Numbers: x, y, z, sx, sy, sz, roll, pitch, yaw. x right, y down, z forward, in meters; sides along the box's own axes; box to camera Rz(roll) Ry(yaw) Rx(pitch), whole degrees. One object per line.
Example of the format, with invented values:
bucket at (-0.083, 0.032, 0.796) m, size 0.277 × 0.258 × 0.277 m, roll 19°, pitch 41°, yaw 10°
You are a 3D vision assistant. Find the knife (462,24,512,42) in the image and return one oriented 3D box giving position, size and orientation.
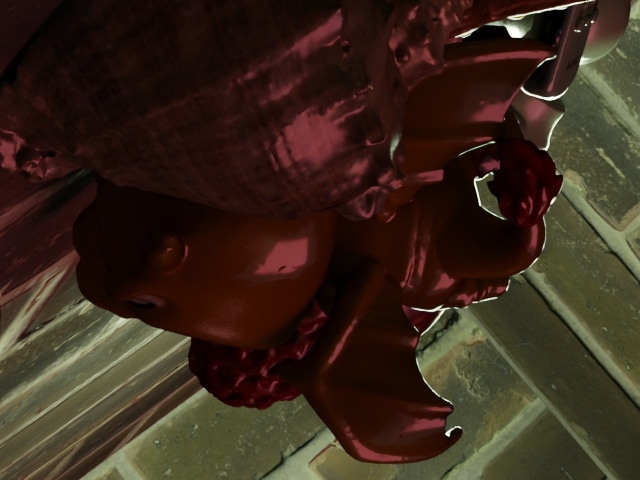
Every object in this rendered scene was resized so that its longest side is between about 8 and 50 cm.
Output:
knife at (0.073, -0.182, 1.803) m, size 0.072 × 0.019 × 0.245 m, roll -36°, pitch -152°, yaw -33°

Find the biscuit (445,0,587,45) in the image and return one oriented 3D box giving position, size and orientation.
biscuit at (0.134, -0.214, 1.735) m, size 0.324 × 0.049 × 0.205 m, roll -12°, pitch -163°, yaw 5°

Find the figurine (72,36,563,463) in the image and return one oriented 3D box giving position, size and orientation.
figurine at (0.005, -0.035, 1.647) m, size 0.387 × 0.268 × 0.401 m, roll 2°, pitch 127°, yaw -20°

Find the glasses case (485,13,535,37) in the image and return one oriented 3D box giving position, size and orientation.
glasses case at (0.171, -0.261, 2.055) m, size 0.156 × 0.098 × 0.425 m, roll -54°, pitch 170°, yaw 16°

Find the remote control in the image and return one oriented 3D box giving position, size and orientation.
remote control at (0.277, -0.294, 2.063) m, size 0.140 × 0.056 × 0.296 m, roll -32°, pitch 139°, yaw -65°

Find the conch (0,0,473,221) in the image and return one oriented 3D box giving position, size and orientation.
conch at (-0.041, -0.112, 1.337) m, size 0.352 × 0.210 × 0.297 m, roll -37°, pitch 156°, yaw -14°

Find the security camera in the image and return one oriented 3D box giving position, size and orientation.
security camera at (0.269, -0.251, 2.419) m, size 0.277 × 0.197 × 0.191 m, roll -51°, pitch 163°, yaw 16°

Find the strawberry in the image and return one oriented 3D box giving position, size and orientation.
strawberry at (-0.005, 0.051, 2.175) m, size 0.345 × 0.295 × 0.317 m, roll -62°, pitch -177°, yaw 15°
